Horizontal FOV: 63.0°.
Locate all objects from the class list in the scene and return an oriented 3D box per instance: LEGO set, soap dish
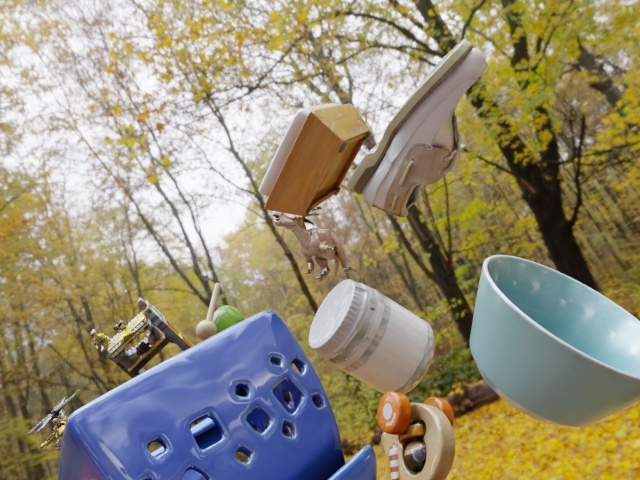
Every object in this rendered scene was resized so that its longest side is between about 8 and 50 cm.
[{"bbox_3d":[-0.292,0.236,0.758,0.331,0.192,0.255,-41,19,-2],"label":"LEGO set"},{"bbox_3d":[-0.002,-0.183,1.166,0.229,0.118,0.291,-61,-8,24],"label":"soap dish"}]

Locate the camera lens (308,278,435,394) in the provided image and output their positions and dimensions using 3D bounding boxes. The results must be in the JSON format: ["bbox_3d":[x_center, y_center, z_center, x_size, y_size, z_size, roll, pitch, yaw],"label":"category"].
[{"bbox_3d":[0.136,0.252,1.337,0.219,0.274,0.219,-52,16,22],"label":"camera lens"}]

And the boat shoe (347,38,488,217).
[{"bbox_3d":[0.141,-0.134,0.700,0.113,0.103,0.302,-48,-3,-28],"label":"boat shoe"}]

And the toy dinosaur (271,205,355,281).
[{"bbox_3d":[0.000,0.000,1.564,0.127,0.200,0.295,-29,-36,20],"label":"toy dinosaur"}]

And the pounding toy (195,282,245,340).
[{"bbox_3d":[-0.226,0.253,1.409,0.110,0.183,0.237,-1,-46,20],"label":"pounding toy"}]

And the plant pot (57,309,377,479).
[{"bbox_3d":[-0.096,0.247,0.516,0.236,0.212,0.236,-24,-31,-43],"label":"plant pot"}]

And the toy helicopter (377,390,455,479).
[{"bbox_3d":[0.169,0.496,1.053,0.140,0.235,0.355,15,-67,-25],"label":"toy helicopter"}]

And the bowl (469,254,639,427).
[{"bbox_3d":[0.368,0.174,0.839,0.311,0.311,0.163,-6,-54,-50],"label":"bowl"}]
